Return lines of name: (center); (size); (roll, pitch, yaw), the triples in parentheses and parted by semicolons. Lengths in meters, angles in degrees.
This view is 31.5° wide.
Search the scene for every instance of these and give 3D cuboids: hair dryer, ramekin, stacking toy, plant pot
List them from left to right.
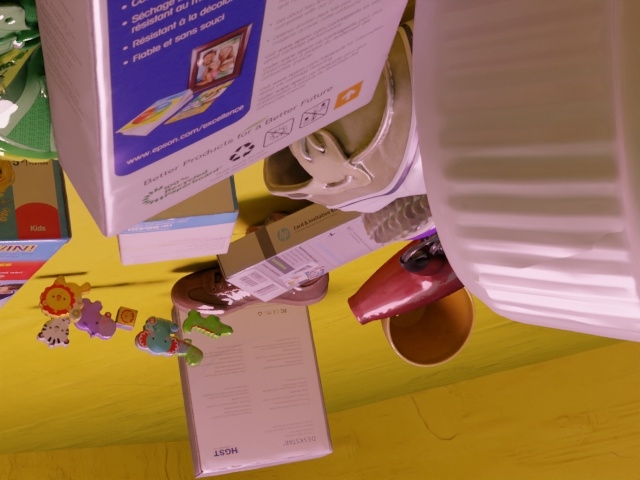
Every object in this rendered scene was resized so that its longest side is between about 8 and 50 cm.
stacking toy: (-0.230, 0.108, 1.359); (0.221, 0.052, 0.167); (15, 160, -13)
plant pot: (0.137, 0.101, 1.604); (0.134, 0.134, 0.095); (-5, -168, -20)
hair dryer: (0.120, 0.011, 1.260); (0.224, 0.080, 0.293); (-12, 157, -36)
ramekin: (0.145, -0.075, 0.603); (0.127, 0.272, 0.273); (-2, 171, 26)

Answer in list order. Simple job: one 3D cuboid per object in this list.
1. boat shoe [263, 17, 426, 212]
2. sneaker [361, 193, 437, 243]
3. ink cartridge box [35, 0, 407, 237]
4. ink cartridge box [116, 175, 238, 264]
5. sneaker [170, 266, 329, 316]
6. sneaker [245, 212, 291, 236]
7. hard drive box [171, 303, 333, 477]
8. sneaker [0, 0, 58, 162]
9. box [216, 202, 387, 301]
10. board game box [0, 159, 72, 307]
boat shoe: (0.024, -0.073, 0.830); (0.094, 0.109, 0.302); (-3, 167, -13)
sneaker: (0.148, -0.069, 0.934); (0.146, 0.102, 0.293); (-2, 164, -32)
ink cartridge box: (-0.029, -0.131, 0.465); (0.176, 0.069, 0.371); (-29, 167, -19)
ink cartridge box: (-0.119, -0.040, 0.886); (0.090, 0.092, 0.143); (-7, 165, -11)
sneaker: (-0.084, 0.041, 1.340); (0.189, 0.066, 0.071); (-5, 139, -7)
sneaker: (-0.049, -0.005, 1.202); (0.037, 0.031, 0.083); (0, 164, -35)
hard drive box: (-0.096, 0.190, 1.539); (0.181, 0.232, 0.089); (-6, 165, -14)
sneaker: (-0.146, -0.113, 0.535); (0.124, 0.109, 0.295); (-10, 167, 16)
box: (0.000, 0.000, 1.167); (0.186, 0.038, 0.145); (-24, 164, 8)
board game box: (-0.392, 0.007, 0.896); (0.308, 0.086, 0.302); (-2, 164, -30)
